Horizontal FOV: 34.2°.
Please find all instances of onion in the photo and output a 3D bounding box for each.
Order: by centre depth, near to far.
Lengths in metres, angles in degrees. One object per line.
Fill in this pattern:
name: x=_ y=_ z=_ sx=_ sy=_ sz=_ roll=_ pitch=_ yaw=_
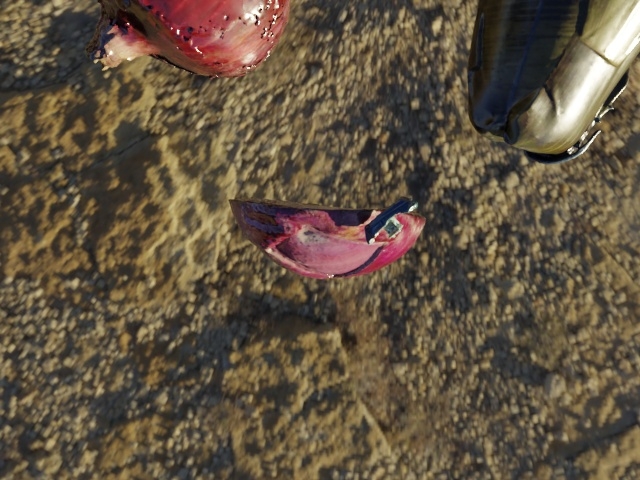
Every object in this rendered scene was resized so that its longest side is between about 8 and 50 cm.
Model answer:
onion: x=-0.152 y=-0.257 z=1.027 sx=0.219 sy=0.252 sz=0.252 roll=-43 pitch=102 yaw=-5
onion: x=0.000 y=0.000 z=1.419 sx=0.250 sy=0.247 sz=0.111 roll=8 pitch=93 yaw=21

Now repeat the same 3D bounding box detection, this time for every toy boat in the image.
toy boat: x=0.088 y=-0.023 z=1.292 sx=0.083 sy=0.038 sz=0.038 roll=-39 pitch=103 yaw=19

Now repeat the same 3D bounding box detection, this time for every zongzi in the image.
zongzi: x=0.380 y=-0.288 z=1.188 sx=0.432 sy=0.208 sz=0.403 roll=5 pitch=86 yaw=32
